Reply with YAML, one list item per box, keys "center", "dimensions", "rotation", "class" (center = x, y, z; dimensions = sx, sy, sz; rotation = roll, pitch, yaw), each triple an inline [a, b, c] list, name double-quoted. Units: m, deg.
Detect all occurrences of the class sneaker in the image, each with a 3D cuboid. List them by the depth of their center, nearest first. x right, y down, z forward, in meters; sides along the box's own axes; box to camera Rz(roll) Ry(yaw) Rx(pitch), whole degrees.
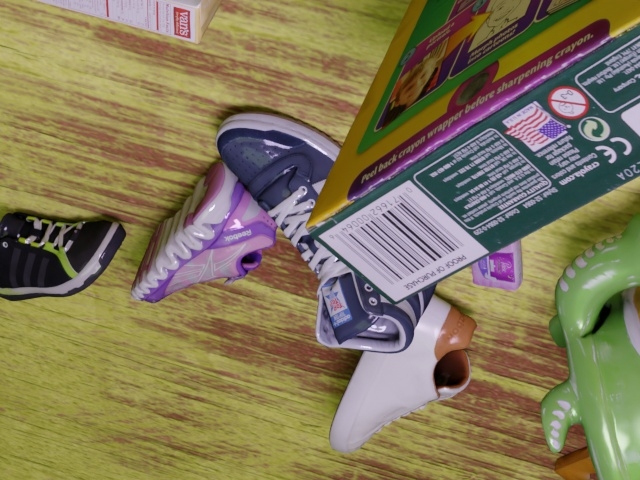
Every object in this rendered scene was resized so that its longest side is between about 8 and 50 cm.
- center: [0.000, 0.000, 1.442]
  dimensions: [0.282, 0.153, 0.099]
  rotation: [36, 139, -18]
  class: "sneaker"
- center: [-0.122, 0.013, 1.571]
  dimensions: [0.104, 0.095, 0.236]
  rotation: [27, 141, -19]
  class: "sneaker"
- center: [0.092, 0.167, 1.634]
  dimensions: [0.123, 0.106, 0.290]
  rotation: [24, 140, 1]
  class: "sneaker"
- center: [-0.326, 0.011, 1.665]
  dimensions: [0.235, 0.084, 0.097]
  rotation: [-16, 127, 38]
  class: "sneaker"

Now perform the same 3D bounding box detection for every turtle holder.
- center: [0.339, 0.129, 1.410]
  dimensions: [0.227, 0.243, 0.320]
  rotation: [-14, 88, 18]
  class: "turtle holder"

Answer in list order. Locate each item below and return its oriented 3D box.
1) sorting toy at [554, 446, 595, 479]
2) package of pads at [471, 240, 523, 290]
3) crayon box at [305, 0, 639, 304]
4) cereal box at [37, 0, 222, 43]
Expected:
- center: [0.420, 0.257, 1.639]
  dimensions: [0.229, 0.041, 0.307]
  rotation: [36, 139, -17]
  class: "sorting toy"
- center: [0.177, 0.012, 1.471]
  dimensions: [0.050, 0.032, 0.083]
  rotation: [9, 140, 18]
  class: "package of pads"
- center: [0.178, -0.153, 1.048]
  dimensions: [0.106, 0.313, 0.363]
  rotation: [40, 139, -17]
  class: "crayon box"
- center: [-0.182, -0.260, 1.207]
  dimensions: [0.240, 0.173, 0.047]
  rotation: [15, 140, 7]
  class: "cereal box"
